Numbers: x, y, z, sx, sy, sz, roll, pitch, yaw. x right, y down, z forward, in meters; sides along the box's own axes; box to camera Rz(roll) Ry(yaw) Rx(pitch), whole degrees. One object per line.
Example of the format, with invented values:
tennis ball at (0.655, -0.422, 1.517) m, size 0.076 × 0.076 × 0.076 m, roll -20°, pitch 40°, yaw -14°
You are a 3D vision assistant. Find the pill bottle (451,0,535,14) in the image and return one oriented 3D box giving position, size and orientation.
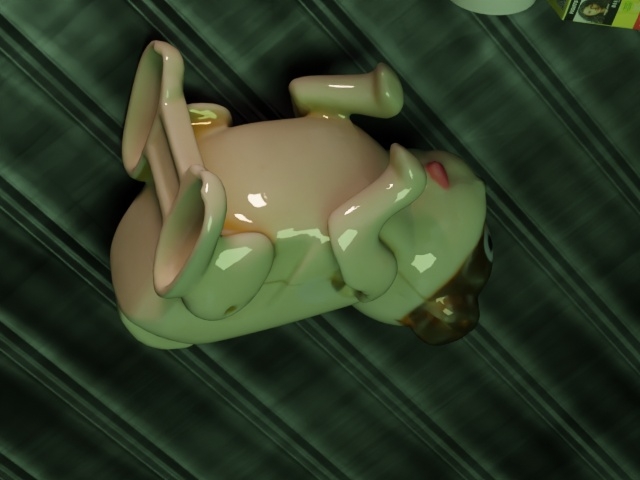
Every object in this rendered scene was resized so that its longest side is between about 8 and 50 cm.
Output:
pill bottle at (0.186, -0.362, 2.039) m, size 0.136 × 0.136 × 0.246 m, roll -6°, pitch 127°, yaw -14°

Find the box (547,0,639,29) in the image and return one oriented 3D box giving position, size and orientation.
box at (0.373, -0.278, 2.215) m, size 0.232 × 0.058 × 0.087 m, roll 5°, pitch 123°, yaw -22°

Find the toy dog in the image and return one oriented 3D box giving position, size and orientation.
toy dog at (0.000, 0.000, 2.162) m, size 0.407 × 0.284 × 0.395 m, roll 3°, pitch 125°, yaw -23°
